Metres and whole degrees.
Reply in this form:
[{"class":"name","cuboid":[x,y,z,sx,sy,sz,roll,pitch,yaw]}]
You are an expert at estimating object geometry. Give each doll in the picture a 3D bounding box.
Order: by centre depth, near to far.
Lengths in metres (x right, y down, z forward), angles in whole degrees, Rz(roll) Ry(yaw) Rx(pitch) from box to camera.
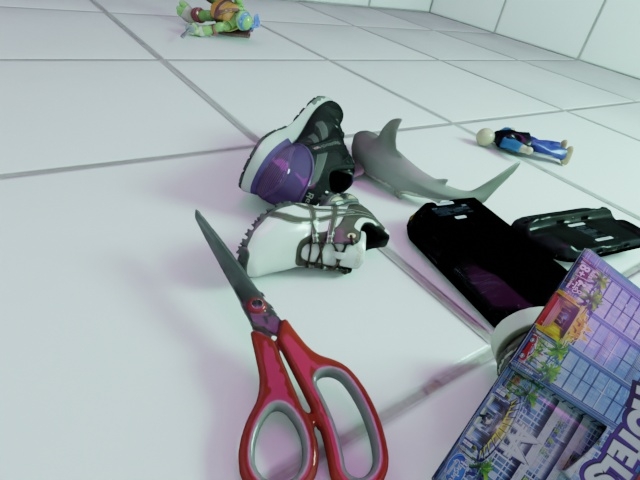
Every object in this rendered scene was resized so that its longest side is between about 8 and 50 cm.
[{"class":"doll","cuboid":[0.419,-0.202,0.928,0.189,0.046,0.129,13,33,1]}]

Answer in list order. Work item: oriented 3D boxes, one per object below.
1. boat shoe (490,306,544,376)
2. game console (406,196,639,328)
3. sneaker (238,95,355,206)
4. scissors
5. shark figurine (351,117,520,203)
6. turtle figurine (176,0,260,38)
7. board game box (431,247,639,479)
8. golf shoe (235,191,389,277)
[{"class":"boat shoe","cuboid":[0.303,0.131,0.370,0.305,0.109,0.091,8,35,5]},{"class":"game console","cuboid":[0.308,0.009,0.600,0.362,0.043,0.213,-8,41,-25]},{"class":"sneaker","cuboid":[-0.002,-0.119,0.667,0.124,0.107,0.283,31,40,2]},{"class":"scissors","cuboid":[-0.039,0.072,0.389,0.109,0.021,0.297,-9,49,-18]},{"class":"shark figurine","cuboid":[0.137,-0.126,0.684,0.278,0.116,0.166,30,40,28]},{"class":"turtle figurine","cuboid":[-0.335,-0.704,1.305,0.275,0.197,0.266,-18,40,-40]},{"class":"board game box","cuboid":[0.205,0.136,0.278,0.194,0.060,0.194,33,77,26]},{"class":"golf shoe","cuboid":[0.000,0.000,0.494,0.094,0.077,0.198,35,42,30]}]
